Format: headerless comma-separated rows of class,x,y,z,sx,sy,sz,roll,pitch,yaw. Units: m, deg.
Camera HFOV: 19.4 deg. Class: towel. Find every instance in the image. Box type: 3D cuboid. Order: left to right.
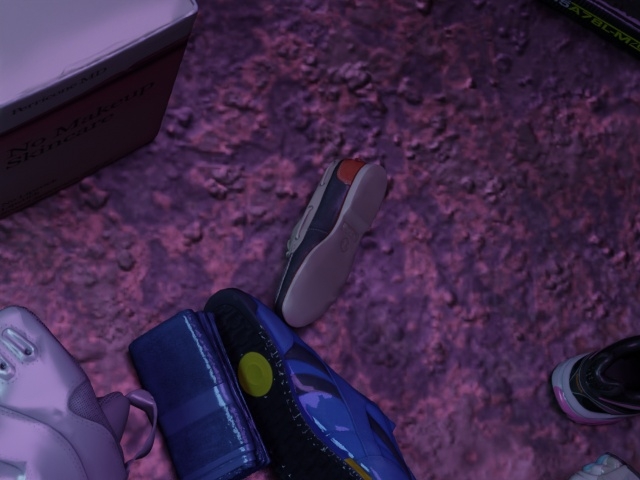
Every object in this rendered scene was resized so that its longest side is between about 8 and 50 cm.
towel,-0.084,0.111,1.280,0.067,0.029,0.119,-28,78,22

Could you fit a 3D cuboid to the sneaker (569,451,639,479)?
sneaker,0.232,0.292,1.283,0.122,0.110,0.283,-34,80,-1

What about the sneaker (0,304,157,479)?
sneaker,-0.283,0.131,1.189,0.366,0.137,0.210,23,70,-10

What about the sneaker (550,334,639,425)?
sneaker,0.261,0.094,1.345,0.178,0.077,0.072,-15,79,-17

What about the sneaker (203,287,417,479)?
sneaker,-0.004,0.118,1.296,0.082,0.069,0.209,-17,64,-52

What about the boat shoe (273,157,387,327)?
boat shoe,0.000,0.000,1.336,0.043,0.049,0.137,14,68,37

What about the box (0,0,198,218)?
box,-0.185,-0.126,1.230,0.148,0.232,0.127,-29,81,-18

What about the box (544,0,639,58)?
box,0.254,-0.245,1.462,0.184,0.045,0.191,30,70,0
